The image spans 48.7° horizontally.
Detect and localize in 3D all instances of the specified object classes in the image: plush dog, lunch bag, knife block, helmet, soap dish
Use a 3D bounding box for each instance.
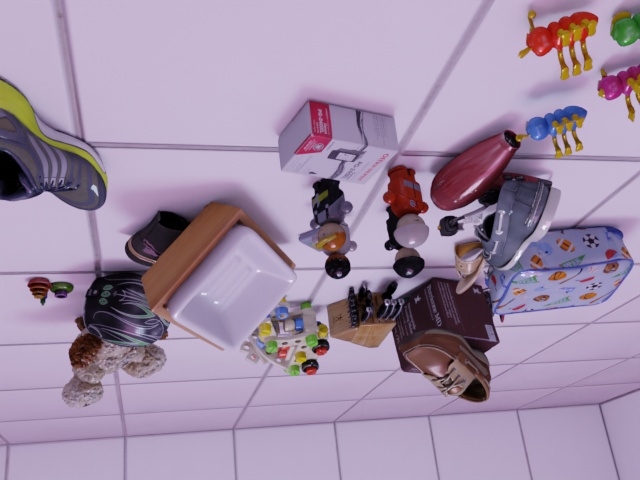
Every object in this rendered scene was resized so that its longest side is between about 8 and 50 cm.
[{"bbox_3d":[-0.486,0.238,1.638,0.262,0.211,0.225,-22,169,-38],"label":"plush dog"},{"bbox_3d":[0.524,0.076,1.596,0.303,0.115,0.243,-3,148,-6],"label":"lunch bag"},{"bbox_3d":[0.151,0.189,1.814,0.242,0.088,0.275,-21,152,31],"label":"knife block"},{"bbox_3d":[-0.399,0.148,1.493,0.161,0.169,0.169,9,157,7],"label":"helmet"},{"bbox_3d":[-0.182,0.070,1.319,0.229,0.118,0.291,-49,152,-5],"label":"soap dish"}]

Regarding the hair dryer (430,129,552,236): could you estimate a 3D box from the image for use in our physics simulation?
[{"bbox_3d":[0.297,-0.112,1.231,0.223,0.080,0.293,-24,160,2],"label":"hair dryer"}]

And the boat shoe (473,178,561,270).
[{"bbox_3d":[0.330,-0.031,1.263,0.099,0.116,0.319,20,166,4],"label":"boat shoe"}]

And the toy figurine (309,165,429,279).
[{"bbox_3d":[0.087,-0.018,1.258,0.209,0.148,0.213,-6,157,0],"label":"toy figurine"}]

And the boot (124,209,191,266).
[{"bbox_3d":[-0.249,0.009,1.334,0.197,0.077,0.137,11,146,-36],"label":"boot"}]

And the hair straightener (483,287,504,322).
[{"bbox_3d":[0.461,0.177,1.918,0.089,0.047,0.230,-9,156,5],"label":"hair straightener"}]

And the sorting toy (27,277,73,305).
[{"bbox_3d":[-0.580,0.113,1.511,0.061,0.042,0.102,-24,151,34],"label":"sorting toy"}]

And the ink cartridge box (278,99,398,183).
[{"bbox_3d":[0.027,-0.144,1.064,0.150,0.063,0.109,7,153,-27],"label":"ink cartridge box"}]

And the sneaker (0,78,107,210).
[{"bbox_3d":[-0.404,-0.099,0.982,0.111,0.121,0.300,-14,155,16],"label":"sneaker"}]

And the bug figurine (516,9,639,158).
[{"bbox_3d":[0.370,-0.228,0.955,0.216,0.072,0.279,-16,150,7],"label":"bug figurine"}]

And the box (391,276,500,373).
[{"bbox_3d":[0.308,0.223,1.791,0.167,0.169,0.203,11,140,-28],"label":"box"}]

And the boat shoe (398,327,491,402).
[{"bbox_3d":[0.308,0.298,1.642,0.122,0.120,0.324,-33,138,29],"label":"boat shoe"}]

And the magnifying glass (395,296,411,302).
[{"bbox_3d":[0.300,0.167,1.889,0.230,0.026,0.092,-4,156,-2],"label":"magnifying glass"}]

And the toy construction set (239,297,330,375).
[{"bbox_3d":[-0.097,0.267,1.847,0.215,0.151,0.328,3,155,-19],"label":"toy construction set"}]

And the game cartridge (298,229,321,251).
[{"bbox_3d":[0.000,0.000,1.442,0.056,0.017,0.083,-24,151,26],"label":"game cartridge"}]

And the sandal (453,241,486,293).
[{"bbox_3d":[0.332,0.025,1.543,0.079,0.088,0.240,30,141,-4],"label":"sandal"}]
